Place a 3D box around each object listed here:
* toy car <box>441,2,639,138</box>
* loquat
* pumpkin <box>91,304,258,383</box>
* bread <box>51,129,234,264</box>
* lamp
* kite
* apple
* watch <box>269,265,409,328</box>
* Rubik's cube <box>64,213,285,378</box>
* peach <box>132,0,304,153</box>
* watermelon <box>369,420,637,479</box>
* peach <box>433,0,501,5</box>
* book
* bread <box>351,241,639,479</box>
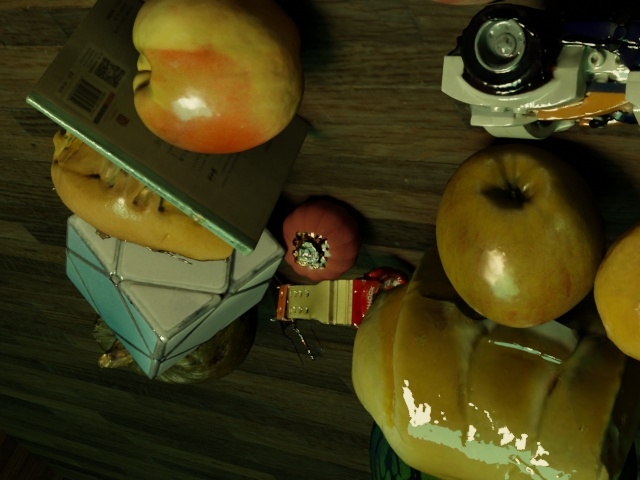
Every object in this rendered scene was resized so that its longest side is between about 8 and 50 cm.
[{"bbox_3d":[0.251,-0.126,0.868,0.301,0.118,0.193,11,-172,31],"label":"toy car"},{"bbox_3d":[0.366,0.032,1.060,0.176,0.187,0.234,44,121,-10],"label":"loquat"},{"bbox_3d":[-0.221,0.130,1.724,0.232,0.242,0.325,34,159,5],"label":"pumpkin"},{"bbox_3d":[-0.202,-0.087,1.323,0.262,0.204,0.162,20,180,9],"label":"bread"},{"bbox_3d":[0.000,0.000,1.444,0.107,0.092,0.107,8,115,18],"label":"lamp"},{"bbox_3d":[-0.048,0.112,1.686,0.160,0.010,0.183,61,-169,2],"label":"kite"},{"bbox_3d":[0.202,-0.010,1.148,0.182,0.182,0.155,15,142,22],"label":"apple"},{"bbox_3d":[0.017,0.089,1.557,0.268,0.102,0.165,-2,172,44],"label":"watch"},{"bbox_3d":[-0.197,0.028,1.483,0.205,0.207,0.205,51,156,9],"label":"Rubik's cube"},{"bbox_3d":[-0.101,-0.175,1.132,0.184,0.184,0.184,21,153,11],"label":"peach"},{"bbox_3d":[0.240,0.288,1.486,0.363,0.363,0.363,21,153,11],"label":"watermelon"},{"bbox_3d":[0.102,-0.257,0.856,0.152,0.152,0.152,21,153,11],"label":"peach"},{"bbox_3d":[-0.153,-0.135,1.215,0.283,0.215,0.025,37,138,-16],"label":"book"},{"bbox_3d":[0.201,0.127,1.272,0.341,0.300,0.210,21,148,19],"label":"bread"}]
